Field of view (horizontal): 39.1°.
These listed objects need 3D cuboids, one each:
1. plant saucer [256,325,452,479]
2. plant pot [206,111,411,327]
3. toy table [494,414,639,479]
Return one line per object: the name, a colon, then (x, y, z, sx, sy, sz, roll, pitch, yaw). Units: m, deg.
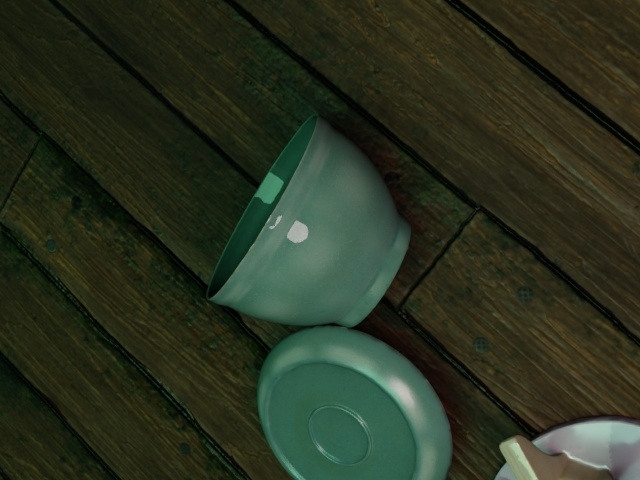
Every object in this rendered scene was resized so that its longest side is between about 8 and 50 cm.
plant saucer: (0.035, 0.274, 1.307, 0.317, 0.043, 0.318, 12, 116, 25)
plant pot: (0.000, 0.000, 1.239, 0.196, 0.293, 0.293, 31, 112, -12)
toy table: (0.330, 0.347, 1.185, 0.274, 0.161, 0.252, -44, 79, 25)
